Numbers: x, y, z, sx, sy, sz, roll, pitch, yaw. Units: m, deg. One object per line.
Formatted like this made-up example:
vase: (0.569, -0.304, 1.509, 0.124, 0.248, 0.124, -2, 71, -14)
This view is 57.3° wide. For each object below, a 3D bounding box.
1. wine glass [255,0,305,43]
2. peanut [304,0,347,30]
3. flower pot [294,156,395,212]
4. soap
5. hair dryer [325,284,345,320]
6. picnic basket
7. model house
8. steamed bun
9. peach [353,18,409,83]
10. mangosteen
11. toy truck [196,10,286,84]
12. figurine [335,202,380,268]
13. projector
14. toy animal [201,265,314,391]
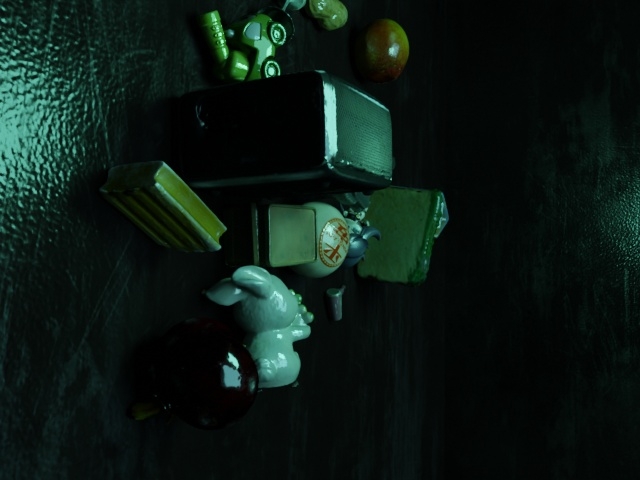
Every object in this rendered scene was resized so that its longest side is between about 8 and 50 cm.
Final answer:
wine glass: (-0.108, -0.650, 1.650, 0.122, 0.122, 0.182, 61, 34, -44)
peanut: (0.019, -0.755, 1.931, 0.226, 0.095, 0.108, -3, 94, -63)
flower pot: (0.061, -0.228, 1.780, 0.299, 0.283, 0.299, -3, 90, -65)
soap: (-0.307, -0.059, 1.170, 0.232, 0.140, 0.073, 53, 43, -50)
hair dryer: (0.064, 0.197, 2.041, 0.154, 0.054, 0.106, -54, 140, -58)
picnic basket: (-0.123, -0.015, 1.534, 0.267, 0.139, 0.165, -3, 92, -61)
model house: (0.333, -0.019, 2.298, 0.343, 0.335, 0.382, 4, 95, -62)
steamed bun: (0.000, 0.000, 1.733, 0.232, 0.145, 0.231, -6, 98, -43)
peach: (0.233, -0.724, 2.252, 0.231, 0.231, 0.230, -1, 90, -64)
mangosteen: (-0.263, 0.290, 1.195, 0.261, 0.235, 0.235, -32, 124, -22)
toy truck: (-0.199, -0.459, 1.432, 0.211, 0.148, 0.187, -16, 108, -43)
figurine: (0.091, -0.021, 1.970, 0.265, 0.175, 0.197, -37, 127, -50)
projector: (-0.066, -0.221, 1.386, 0.405, 0.395, 0.242, 0, 87, -65)
toy animal: (-0.147, 0.209, 1.441, 0.247, 0.183, 0.309, -6, 94, -64)
